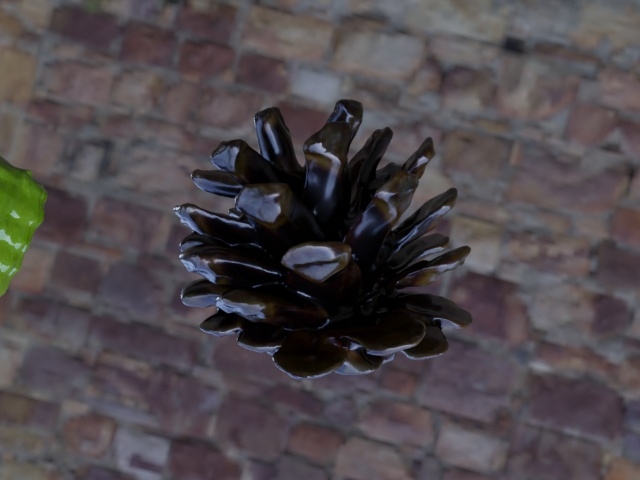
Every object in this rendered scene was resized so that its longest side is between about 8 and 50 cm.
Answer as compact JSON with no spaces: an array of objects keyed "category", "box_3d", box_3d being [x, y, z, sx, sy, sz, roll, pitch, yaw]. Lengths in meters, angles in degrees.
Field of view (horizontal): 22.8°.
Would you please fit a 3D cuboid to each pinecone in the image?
[{"category":"pinecone","box_3d":[0.000,-0.003,1.169,0.228,0.201,0.202,6,179,14]}]

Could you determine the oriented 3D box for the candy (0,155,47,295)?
[{"category":"candy","box_3d":[-0.238,0.036,0.937,0.096,0.209,0.097,24,176,2]}]
